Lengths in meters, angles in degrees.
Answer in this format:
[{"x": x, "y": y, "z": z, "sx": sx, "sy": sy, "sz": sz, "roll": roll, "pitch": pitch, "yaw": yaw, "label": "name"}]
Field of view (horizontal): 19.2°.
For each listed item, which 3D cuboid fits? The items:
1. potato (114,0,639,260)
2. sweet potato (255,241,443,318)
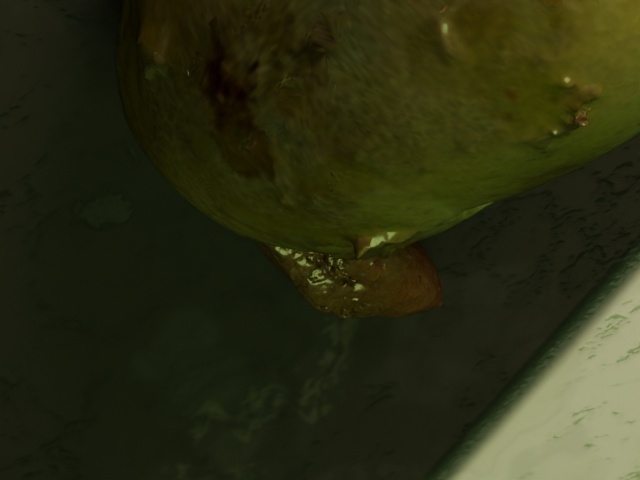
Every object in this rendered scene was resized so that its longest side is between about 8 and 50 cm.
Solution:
[{"x": 0.050, "y": -0.127, "z": 0.794, "sx": 0.219, "sy": 0.269, "sz": 0.359, "roll": -20, "pitch": 150, "yaw": -43, "label": "potato"}, {"x": 0.000, "y": 0.000, "z": 1.040, "sx": 0.206, "sy": 0.060, "sz": 0.068, "roll": 34, "pitch": 74, "yaw": -32, "label": "sweet potato"}]
